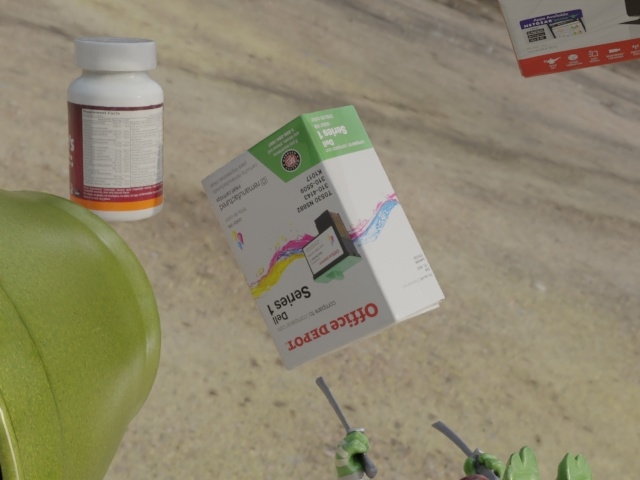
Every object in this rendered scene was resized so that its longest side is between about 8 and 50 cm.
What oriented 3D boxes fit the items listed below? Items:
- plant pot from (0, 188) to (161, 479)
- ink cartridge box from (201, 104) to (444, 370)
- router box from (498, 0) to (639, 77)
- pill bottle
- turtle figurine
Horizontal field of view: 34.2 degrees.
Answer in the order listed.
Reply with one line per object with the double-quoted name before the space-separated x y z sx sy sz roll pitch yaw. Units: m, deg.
"plant pot" -0.288 0.104 0.740 0.367 0.366 0.353 25 15 9
"ink cartridge box" 0.000 0.000 1.321 0.117 0.201 0.278 -19 82 -51
"router box" 0.353 -0.311 1.110 0.336 0.082 0.301 -7 -25 19
"pill bottle" -0.259 -0.143 1.319 0.121 0.221 0.121 2 15 -1
"turtle figurine" 0.120 0.223 1.039 0.198 0.266 0.274 48 46 -24
